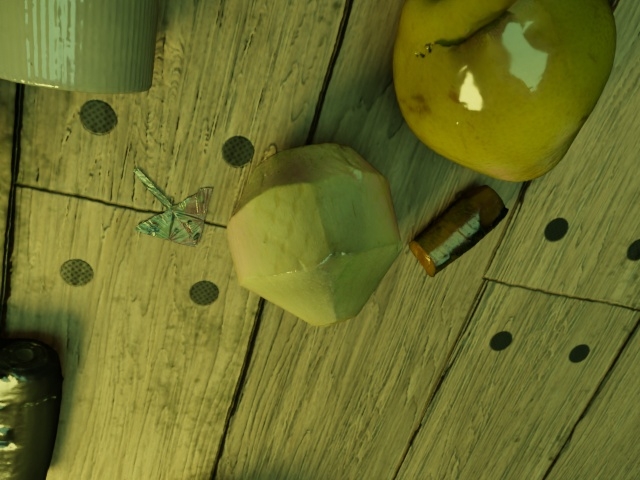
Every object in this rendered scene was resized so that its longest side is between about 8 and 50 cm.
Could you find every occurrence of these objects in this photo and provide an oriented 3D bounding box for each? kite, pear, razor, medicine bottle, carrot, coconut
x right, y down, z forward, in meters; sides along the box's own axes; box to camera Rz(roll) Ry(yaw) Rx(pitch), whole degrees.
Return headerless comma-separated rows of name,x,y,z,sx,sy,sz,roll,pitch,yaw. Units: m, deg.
kite,-0.228,-0.052,0.779,0.137,0.005,0.153,-28,116,-1
pear,0.251,-0.226,0.661,0.336,0.285,0.285,8,113,-31
razor,-0.529,0.302,0.819,0.189,0.107,0.327,11,112,-17
medicine bottle,-0.258,-0.363,0.513,0.224,0.224,0.385,5,114,-14
carrot,0.229,-0.018,0.849,0.173,0.082,0.082,-42,115,7
coconut,0.000,0.000,0.732,0.259,0.259,0.260,-5,115,-10
